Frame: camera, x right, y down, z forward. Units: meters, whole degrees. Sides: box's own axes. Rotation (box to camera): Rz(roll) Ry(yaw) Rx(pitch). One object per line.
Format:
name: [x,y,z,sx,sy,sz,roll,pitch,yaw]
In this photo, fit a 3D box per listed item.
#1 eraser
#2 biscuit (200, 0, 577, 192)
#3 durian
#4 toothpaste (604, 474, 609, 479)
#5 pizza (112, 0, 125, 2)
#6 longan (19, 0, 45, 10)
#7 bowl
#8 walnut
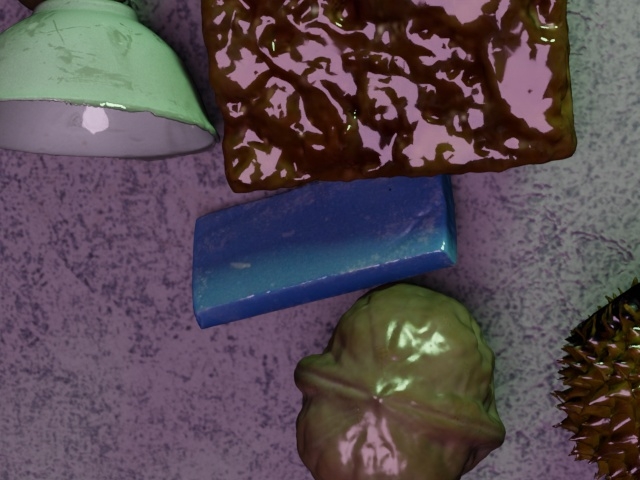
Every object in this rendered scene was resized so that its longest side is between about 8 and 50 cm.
eraser: [0.000,0.000,1.910,0.311,0.144,0.043,-15,141,17]
biscuit: [0.071,-0.235,1.805,0.395,0.166,0.343,-3,104,13]
durian: [0.437,0.143,1.740,0.384,0.347,0.348,21,116,47]
toothpaste: [0.483,0.345,1.939,0.336,0.067,0.081,17,107,7]
pizza: [-0.270,-0.377,1.833,0.223,0.089,0.323,28,84,-2]
longan: [-0.303,-0.310,1.910,0.113,0.092,0.113,-1,87,28]
bowl: [-0.262,-0.185,1.865,0.313,0.313,0.146,1,81,13]
walnut: [0.086,0.179,1.872,0.227,0.273,0.273,45,111,8]
